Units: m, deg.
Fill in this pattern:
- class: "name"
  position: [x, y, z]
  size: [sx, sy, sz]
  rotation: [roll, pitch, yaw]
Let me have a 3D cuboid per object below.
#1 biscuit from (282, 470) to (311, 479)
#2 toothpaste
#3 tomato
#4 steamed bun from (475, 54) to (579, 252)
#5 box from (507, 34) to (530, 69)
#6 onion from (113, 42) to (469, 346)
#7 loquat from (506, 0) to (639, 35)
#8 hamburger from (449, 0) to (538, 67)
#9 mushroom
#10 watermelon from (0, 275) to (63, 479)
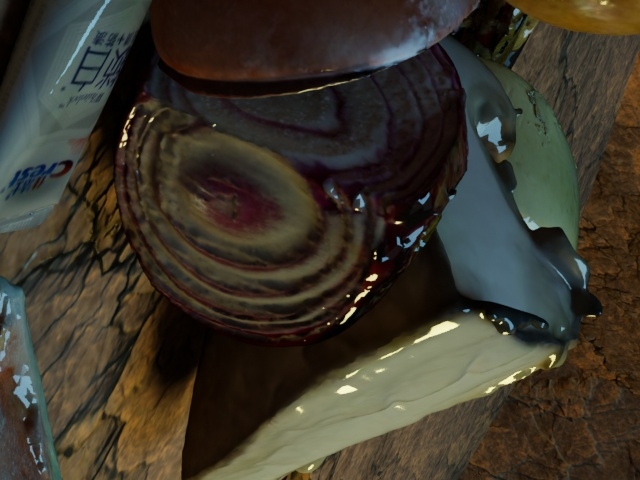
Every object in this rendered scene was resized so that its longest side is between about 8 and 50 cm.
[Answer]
- class: "biscuit"
  position: [-0.111, 0.400, 1.600]
  size: [0.350, 0.078, 0.455]
  rotation: [-55, 163, -16]
- class: "toothpaste"
  position: [-0.120, -0.140, 0.733]
  size: [0.323, 0.066, 0.100]
  rotation: [-64, 166, 20]
- class: "tomato"
  position: [-0.005, -0.179, 0.802]
  size: [0.228, 0.199, 0.112]
  rotation: [-87, 167, -57]
- class: "steamed bun"
  position: [0.177, -0.055, 1.365]
  size: [0.273, 0.166, 0.232]
  rotation: [60, 38, -47]
- class: "box"
  position: [0.226, -0.260, 1.669]
  size: [0.212, 0.042, 0.201]
  rotation: [-63, 164, 1]
- class: "onion"
  position: [-0.017, -0.051, 0.930]
  size: [0.206, 0.216, 0.207]
  rotation: [-55, 172, -44]
- class: "loquat"
  position: [0.250, -0.336, 1.151]
  size: [0.328, 0.328, 0.328]
  rotation: [-55, 162, -28]
- class: "hamburger"
  position: [0.191, -0.273, 1.431]
  size: [0.231, 0.107, 0.231]
  rotation: [-60, 168, -23]
- class: "mushroom"
  position: [-0.001, 0.038, 1.162]
  size: [0.397, 0.314, 0.224]
  rotation: [-36, 149, 31]
- class: "watermelon"
  position: [-0.209, 0.112, 0.615]
  size: [0.224, 0.180, 0.305]
  rotation: [-50, 161, -6]
